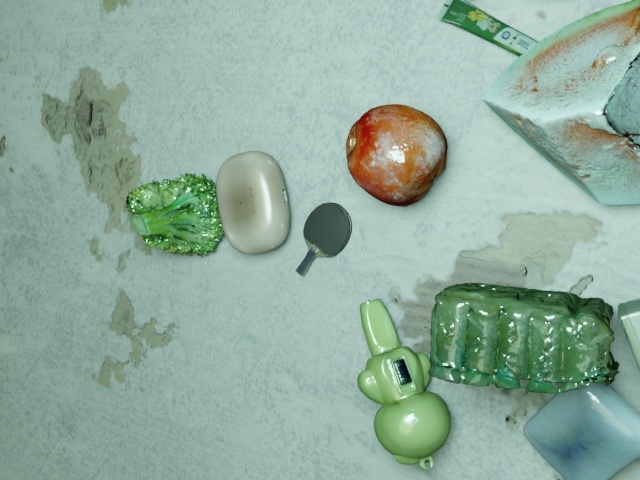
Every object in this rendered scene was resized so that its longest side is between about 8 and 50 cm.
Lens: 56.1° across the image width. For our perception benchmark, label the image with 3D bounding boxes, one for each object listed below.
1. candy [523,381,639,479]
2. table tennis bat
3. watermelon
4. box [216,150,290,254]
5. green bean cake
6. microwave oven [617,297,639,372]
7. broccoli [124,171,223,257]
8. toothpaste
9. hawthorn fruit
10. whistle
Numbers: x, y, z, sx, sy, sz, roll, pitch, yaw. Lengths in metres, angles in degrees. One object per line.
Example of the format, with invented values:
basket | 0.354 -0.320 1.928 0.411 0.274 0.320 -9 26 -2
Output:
candy | 0.406 0.294 0.921 0.138 0.071 0.174 46 133 24
table tennis bat | 0.000 0.000 1.154 0.095 0.014 0.158 38 107 18
watermelon | 0.367 -0.209 0.843 0.289 0.213 0.320 14 111 27
box | -0.131 -0.073 1.172 0.145 0.088 0.200 -9 89 25
green bean cake | 0.300 0.135 0.886 0.255 0.241 0.132 2 90 27
microwave oven | 0.527 0.171 0.838 0.163 0.129 0.205 -21 85 24
broccoli | -0.304 -0.052 1.205 0.219 0.194 0.194 26 105 19
toothpaste | 0.283 -0.341 0.978 0.204 0.031 0.049 37 108 21
hawthorn fruit | 0.124 -0.145 0.999 0.172 0.173 0.173 2 95 27
whistle | 0.134 0.256 1.062 0.141 0.141 0.294 -35 59 24
